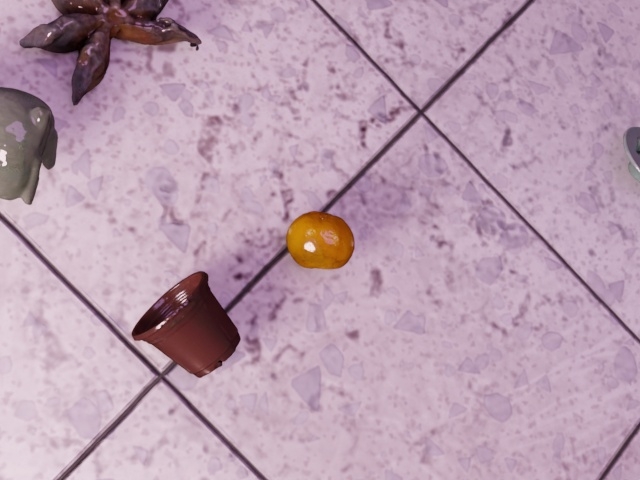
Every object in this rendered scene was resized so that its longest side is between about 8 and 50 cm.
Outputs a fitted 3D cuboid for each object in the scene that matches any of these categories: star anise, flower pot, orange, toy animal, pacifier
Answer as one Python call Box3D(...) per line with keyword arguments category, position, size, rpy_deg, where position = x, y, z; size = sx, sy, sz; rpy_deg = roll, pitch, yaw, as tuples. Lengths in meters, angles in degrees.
Box3D(category="star anise", position=(-0.261, -0.270, 1.309), size=(0.208, 0.063, 0.171), rpy_deg=(-30, 86, -25))
Box3D(category="flower pot", position=(-0.143, 0.102, 1.236), size=(0.089, 0.111, 0.111), rpy_deg=(50, 65, -15))
Box3D(category="orange", position=(0.000, 0.000, 1.323), size=(0.083, 0.083, 0.070), rpy_deg=(5, 89, -19))
Box3D(category="toy animal", position=(-0.400, -0.130, 1.197), size=(0.236, 0.138, 0.108), rpy_deg=(25, 37, 2))
Box3D(category="pacifier", position=(0.496, -0.119, 1.527), size=(0.150, 0.116, 0.126), rpy_deg=(39, 40, -3))
